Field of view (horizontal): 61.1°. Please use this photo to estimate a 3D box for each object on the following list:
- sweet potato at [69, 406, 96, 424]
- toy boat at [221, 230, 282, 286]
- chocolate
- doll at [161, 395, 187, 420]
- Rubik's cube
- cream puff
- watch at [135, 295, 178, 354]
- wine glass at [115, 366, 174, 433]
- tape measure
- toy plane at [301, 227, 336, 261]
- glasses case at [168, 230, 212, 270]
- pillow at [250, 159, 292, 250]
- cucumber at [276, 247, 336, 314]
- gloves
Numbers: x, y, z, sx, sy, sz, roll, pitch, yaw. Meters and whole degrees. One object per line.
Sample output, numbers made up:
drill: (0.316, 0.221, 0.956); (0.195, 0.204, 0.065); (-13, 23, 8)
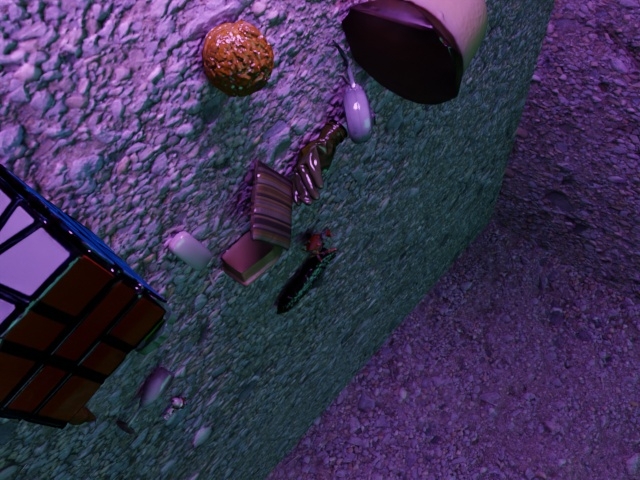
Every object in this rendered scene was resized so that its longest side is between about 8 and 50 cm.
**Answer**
sweet potato: (-0.607, 0.436, 1.359); (0.056, 0.056, 0.195); (-45, 158, -19)
toy boat: (-0.184, 0.033, 1.531); (0.188, 0.116, 0.061); (-43, 146, -23)
chocolate: (0.265, -0.559, 1.395); (0.297, 0.314, 0.326); (-61, 152, -9)
doll: (-0.466, 0.538, 1.737); (0.058, 0.040, 0.085); (22, 98, -51)
Rubik's cube: (-0.482, 0.098, 0.901); (0.293, 0.288, 0.283); (-47, 152, -13)
cream puff: (-0.159, -0.362, 1.096); (0.165, 0.115, 0.150); (-22, 142, -47)
watch: (-0.436, 0.177, 1.270); (0.131, 0.165, 0.152); (-51, 130, -7)
wine glass: (-0.500, 0.455, 1.558); (0.198, 0.066, 0.066); (-54, 155, -6)
tape measure: (0.095, -0.395, 1.460); (0.084, 0.164, 0.330); (-16, 152, 0)
toy plane: (0.007, 0.000, 1.842); (0.194, 0.126, 0.077); (-28, 116, -42)
glasses case: (-0.324, 0.028, 1.364); (0.063, 0.041, 0.164); (-50, 155, -7)
pillow: (-0.129, -0.088, 1.465); (0.208, 0.052, 0.212); (24, 66, -66)
cucumber: (-0.058, 0.148, 1.932); (0.300, 0.072, 0.072); (-52, 154, -7)
gloves: (-0.012, -0.219, 1.536); (0.135, 0.107, 0.268); (66, 45, -70)
